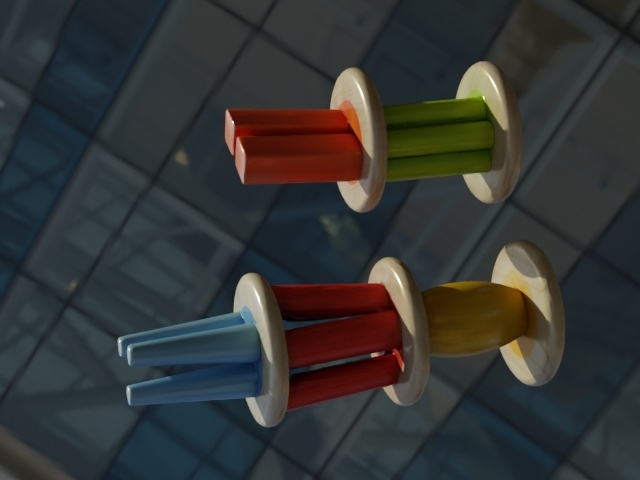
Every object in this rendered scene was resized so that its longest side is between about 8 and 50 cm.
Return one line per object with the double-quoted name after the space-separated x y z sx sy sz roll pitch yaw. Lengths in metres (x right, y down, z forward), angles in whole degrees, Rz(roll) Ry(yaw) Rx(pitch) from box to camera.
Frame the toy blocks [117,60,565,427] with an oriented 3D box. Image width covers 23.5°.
0.000 0.000 0.533 0.148 0.054 0.123 -6 -106 -17 "toy blocks"
